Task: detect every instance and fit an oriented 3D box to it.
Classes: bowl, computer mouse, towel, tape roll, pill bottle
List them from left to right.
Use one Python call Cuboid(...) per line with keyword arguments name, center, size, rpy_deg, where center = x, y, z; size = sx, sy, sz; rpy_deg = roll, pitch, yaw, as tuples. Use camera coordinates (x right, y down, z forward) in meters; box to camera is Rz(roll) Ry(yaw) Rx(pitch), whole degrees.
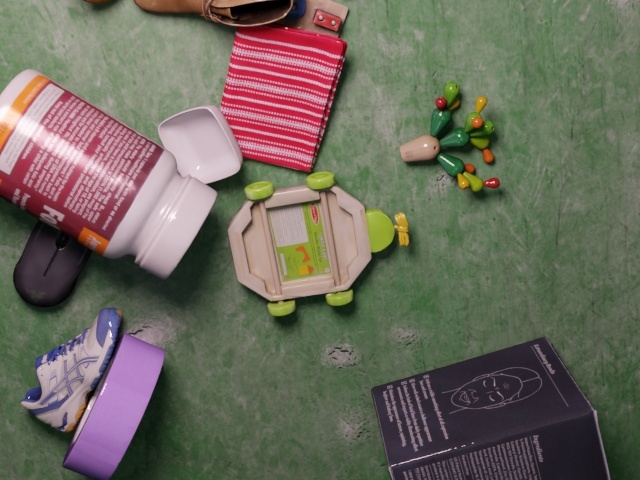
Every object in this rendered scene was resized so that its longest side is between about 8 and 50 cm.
Cuboid(name="computer mouse", center=(-0.514, 0.019, 1.653), size=(0.188, 0.072, 0.272), rpy_deg=(22, 107, -12))
Cuboid(name="pill bottle", center=(-0.397, -0.107, 1.526), size=(0.392, 0.224, 0.224), rpy_deg=(31, 105, -11))
Cuboid(name="tape roll", center=(-0.398, 0.321, 1.663), size=(0.090, 0.275, 0.275), rpy_deg=(25, 107, -13))
Cuboid(name="bowl", center=(-0.215, -0.181, 1.588), size=(0.142, 0.053, 0.142), rpy_deg=(-14, 115, 31))
Cuboid(name="towel", center=(-0.077, -0.261, 1.566), size=(0.199, 0.031, 0.275), rpy_deg=(13, 122, -6))

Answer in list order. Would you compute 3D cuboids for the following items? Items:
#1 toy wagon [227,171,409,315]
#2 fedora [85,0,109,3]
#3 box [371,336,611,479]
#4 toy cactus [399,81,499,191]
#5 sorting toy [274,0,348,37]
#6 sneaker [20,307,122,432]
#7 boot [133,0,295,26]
Cuboid(name="toy wagon", center=(0.000, 0.000, 1.679), size=(0.344, 0.068, 0.267), rpy_deg=(-10, 111, -1))
Cuboid(name="fedora", center=(-0.377, -0.501, 1.448), size=(0.079, 0.194, 0.194), rpy_deg=(32, 110, 25))
Cuboid(name="box", center=(0.328, 0.396, 1.723), size=(0.395, 0.293, 0.212), rpy_deg=(-17, 111, 4))
Cuboid(name="toy cactus", center=(0.241, -0.179, 1.618), size=(0.180, 0.112, 0.219), rpy_deg=(-15, 119, 13))
Cuboid(name="sorting toy", center=(-0.036, -0.369, 1.552), size=(0.132, 0.046, 0.274), rpy_deg=(19, 108, -10))
Cuboid(name="sneaker", center=(-0.500, 0.249, 1.719), size=(0.131, 0.112, 0.296), rpy_deg=(27, 105, -11))
Cuboid(name="boot", center=(-0.186, -0.421, 1.464), size=(0.305, 0.115, 0.112), rpy_deg=(-3, 144, 10))
